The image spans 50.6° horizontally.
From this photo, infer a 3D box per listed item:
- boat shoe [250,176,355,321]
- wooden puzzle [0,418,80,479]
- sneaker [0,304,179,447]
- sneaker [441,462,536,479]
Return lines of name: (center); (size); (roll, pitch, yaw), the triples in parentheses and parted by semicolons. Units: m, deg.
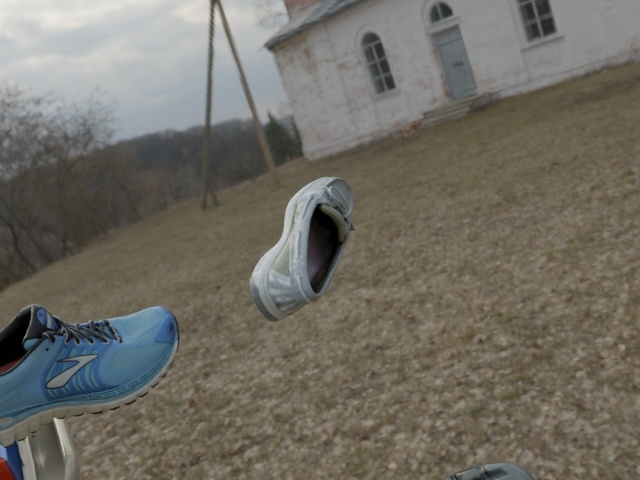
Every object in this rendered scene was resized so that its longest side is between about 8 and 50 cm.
boat shoe: (-0.002, -0.001, 1.050); (0.103, 0.118, 0.320); (-18, 24, 32)
wooden puzzle: (-0.462, 0.272, 0.763); (0.348, 0.080, 0.322); (-30, 24, -19)
sneaker: (-0.164, 0.074, 0.437); (0.162, 0.073, 0.063); (-20, 31, -39)
sneaker: (0.142, 0.324, 0.687); (0.106, 0.267, 0.101); (11, 29, -39)
